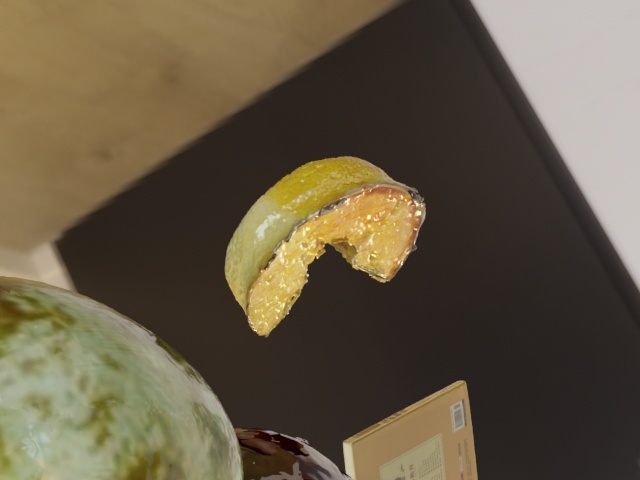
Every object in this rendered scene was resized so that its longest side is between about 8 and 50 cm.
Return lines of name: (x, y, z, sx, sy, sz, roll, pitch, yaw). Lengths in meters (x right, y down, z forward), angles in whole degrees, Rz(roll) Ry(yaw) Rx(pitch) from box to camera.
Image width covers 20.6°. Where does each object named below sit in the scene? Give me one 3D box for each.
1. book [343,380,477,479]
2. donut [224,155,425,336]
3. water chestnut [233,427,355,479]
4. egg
book: (0.082, 0.202, 1.534, 0.012, 0.118, 0.172, 3, -165, 40)
donut: (0.000, -0.007, 1.425, 0.181, 0.078, 0.146, -22, 147, -29)
water chestnut: (-0.076, 0.295, 1.146, 0.347, 0.335, 0.335, -12, 156, -18)
egg: (-0.170, 0.137, 0.947, 0.238, 0.238, 0.289, -40, 155, 32)
